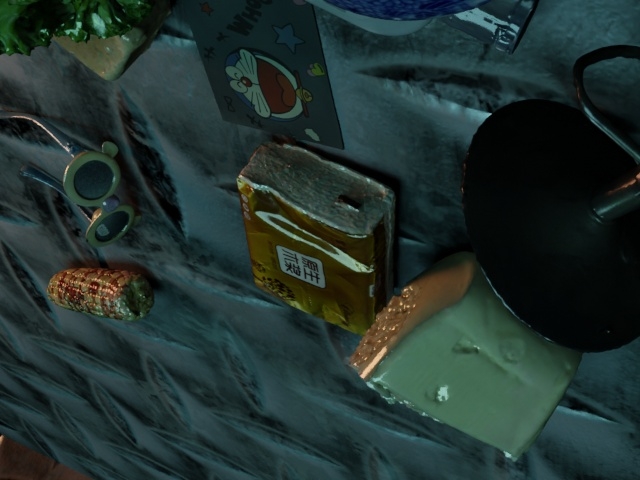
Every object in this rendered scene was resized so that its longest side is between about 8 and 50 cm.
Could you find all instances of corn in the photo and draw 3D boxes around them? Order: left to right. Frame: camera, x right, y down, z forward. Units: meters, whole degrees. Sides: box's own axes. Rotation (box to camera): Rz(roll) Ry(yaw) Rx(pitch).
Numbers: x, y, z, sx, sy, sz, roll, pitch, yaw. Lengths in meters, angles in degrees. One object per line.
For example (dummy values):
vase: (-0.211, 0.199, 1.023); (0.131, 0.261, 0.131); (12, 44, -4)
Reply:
corn: (-0.382, 0.087, 1.613); (0.253, 0.086, 0.086); (3, 138, 44)

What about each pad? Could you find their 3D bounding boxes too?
pad: (-0.068, -0.200, 0.995); (0.170, 0.006, 0.246); (17, 146, 26)

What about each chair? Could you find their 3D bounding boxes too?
chair: (0.295, -0.074, 0.626); (0.226, 0.226, 0.401); (40, 149, -11)

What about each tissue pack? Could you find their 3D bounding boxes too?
tissue pack: (0.000, 0.000, 1.132); (0.183, 0.092, 0.226); (21, 150, 18)

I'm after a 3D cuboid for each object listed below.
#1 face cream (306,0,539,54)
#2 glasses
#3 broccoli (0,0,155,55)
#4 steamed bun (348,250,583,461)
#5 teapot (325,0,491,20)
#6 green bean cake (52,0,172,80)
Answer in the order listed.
face cream: (0.038, -0.239, 0.777); (0.291, 0.071, 0.144); (27, 147, 11)
glasses: (-0.382, -0.085, 1.363); (0.220, 0.088, 0.190); (21, 148, 20)
broccoli: (-0.241, -0.276, 0.800); (0.269, 0.254, 0.269); (47, 150, 37)
steamed bun: (0.173, 0.131, 1.079); (0.225, 0.200, 0.170); (39, -172, -14)
teapot: (0.071, -0.254, 0.589); (0.423, 0.252, 0.280); (-14, 164, 27)
green bean cake: (-0.253, -0.264, 0.997); (0.179, 0.085, 0.109); (39, 150, -9)
